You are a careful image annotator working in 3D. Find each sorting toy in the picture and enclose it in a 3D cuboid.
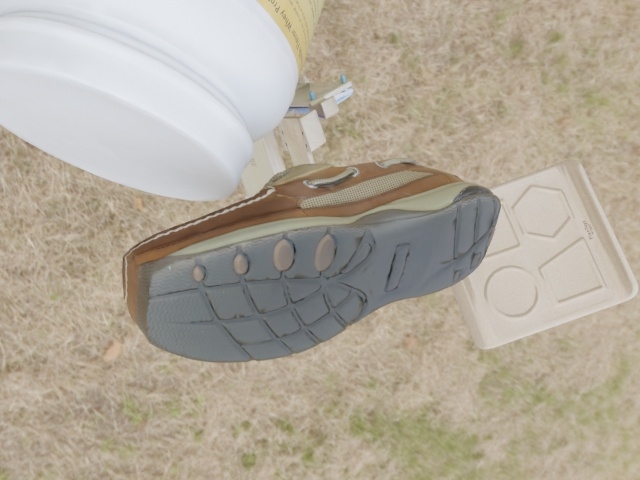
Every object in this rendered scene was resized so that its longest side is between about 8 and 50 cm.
[{"bbox_3d":[0.264,0.017,0.760,0.208,0.193,0.038,-21,167,5],"label":"sorting toy"}]

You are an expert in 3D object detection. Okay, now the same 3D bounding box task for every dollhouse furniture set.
[{"bbox_3d":[-0.018,-0.238,1.328,0.303,0.286,0.198,-39,124,-35],"label":"dollhouse furniture set"}]

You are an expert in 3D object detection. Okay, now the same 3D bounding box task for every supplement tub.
[{"bbox_3d":[-0.107,-0.211,0.456,0.228,0.228,0.316,29,70,-40],"label":"supplement tub"}]

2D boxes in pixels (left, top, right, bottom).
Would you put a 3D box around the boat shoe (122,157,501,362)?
[{"bbox_3d":[0.000,0.000,0.481,0.324,0.120,0.122,-11,131,-35],"label":"boat shoe"}]
